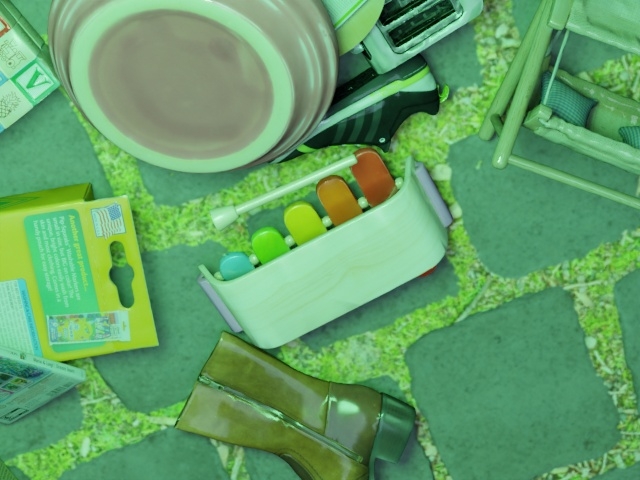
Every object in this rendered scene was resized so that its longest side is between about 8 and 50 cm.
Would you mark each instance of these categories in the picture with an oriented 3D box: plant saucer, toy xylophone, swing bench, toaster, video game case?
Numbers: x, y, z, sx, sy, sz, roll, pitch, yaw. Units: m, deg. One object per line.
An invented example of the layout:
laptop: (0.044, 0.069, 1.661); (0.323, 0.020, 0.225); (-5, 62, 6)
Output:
plant saucer: (-0.147, -0.194, 1.807); (0.332, 0.084, 0.332); (6, 133, 7)
toy xylophone: (0.000, 0.000, 1.969); (0.323, 0.081, 0.236); (-21, 124, 3)
swing bench: (0.352, -0.179, 1.904); (0.253, 0.165, 0.254); (19, 106, -8)
toaster: (0.091, -0.304, 1.881); (0.186, 0.110, 0.168); (-31, 108, 7)
video game case: (-0.393, 0.178, 1.997); (0.157, 0.019, 0.143); (-30, 144, 34)

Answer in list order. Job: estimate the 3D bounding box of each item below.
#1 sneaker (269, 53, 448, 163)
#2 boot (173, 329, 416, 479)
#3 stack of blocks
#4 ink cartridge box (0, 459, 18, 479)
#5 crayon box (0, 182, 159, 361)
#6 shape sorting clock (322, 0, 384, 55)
sneaker: (0.045, -0.136, 1.948); (0.235, 0.084, 0.097); (-29, 109, 7)
boot: (-0.052, 0.280, 2.074); (0.280, 0.096, 0.264); (20, 106, -8)
stack of blocks: (-0.425, -0.276, 1.879); (0.171, 0.087, 0.297); (-37, 106, 9)
ink cartridge box: (-0.454, 0.329, 2.000); (0.088, 0.234, 0.193); (-33, 106, 8)
crayon box: (-0.372, 0.051, 1.992); (0.323, 0.083, 0.203); (-9, 109, 1)
shape sorting clock: (-0.029, -0.291, 1.809); (0.206, 0.040, 0.206); (-1, 117, -2)
